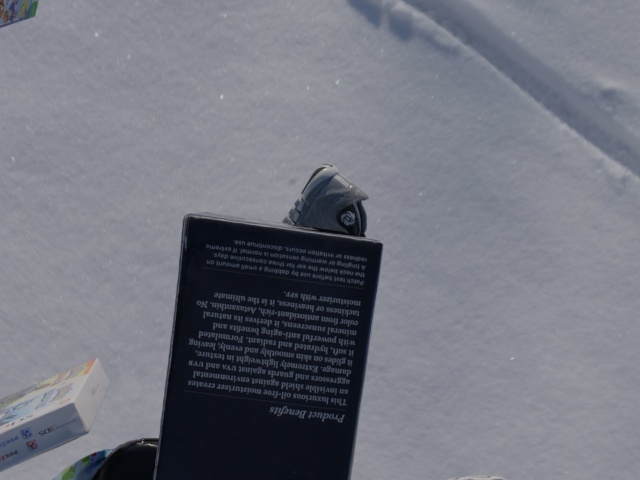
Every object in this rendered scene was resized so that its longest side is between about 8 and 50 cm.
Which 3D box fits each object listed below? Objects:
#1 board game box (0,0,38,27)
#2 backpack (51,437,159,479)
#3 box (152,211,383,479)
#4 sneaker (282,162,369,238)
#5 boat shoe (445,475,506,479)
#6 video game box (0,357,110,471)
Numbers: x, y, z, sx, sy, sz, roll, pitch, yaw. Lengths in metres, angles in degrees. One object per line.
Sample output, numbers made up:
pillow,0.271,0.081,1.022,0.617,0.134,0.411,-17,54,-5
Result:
board game box,-0.366,-0.354,0.984,0.035,0.201,0.136,26,28,0
backpack,-0.300,0.436,1.166,0.274,0.355,0.290,7,70,-8
box,-0.059,0.127,0.836,0.183,0.296,0.293,8,92,-5
sneaker,0.000,0.000,1.331,0.132,0.086,0.228,35,114,6
boat shoe,0.212,0.420,1.301,0.277,0.096,0.098,-7,69,-53
video game box,-0.354,0.217,0.979,0.187,0.205,0.048,-21,98,-6
